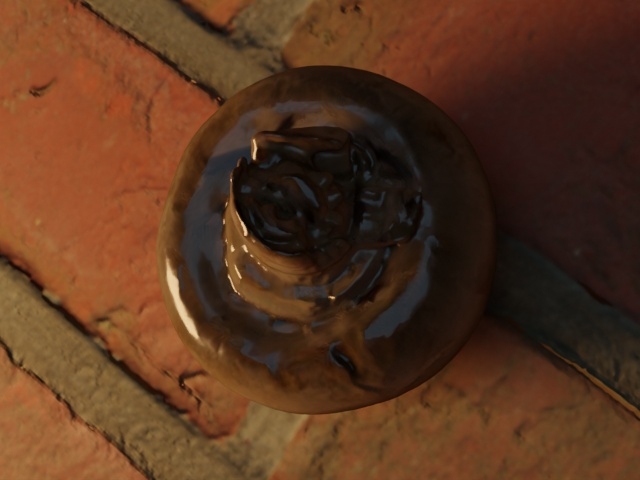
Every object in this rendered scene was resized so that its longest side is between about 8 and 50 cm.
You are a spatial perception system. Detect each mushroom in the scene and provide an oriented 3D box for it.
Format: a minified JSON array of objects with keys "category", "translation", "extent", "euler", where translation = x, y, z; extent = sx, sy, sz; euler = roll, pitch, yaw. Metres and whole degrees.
[{"category":"mushroom","translation":[0.000,0.000,0.962],"extent":[0.226,0.178,0.226],"euler":[-1,87,12]}]
